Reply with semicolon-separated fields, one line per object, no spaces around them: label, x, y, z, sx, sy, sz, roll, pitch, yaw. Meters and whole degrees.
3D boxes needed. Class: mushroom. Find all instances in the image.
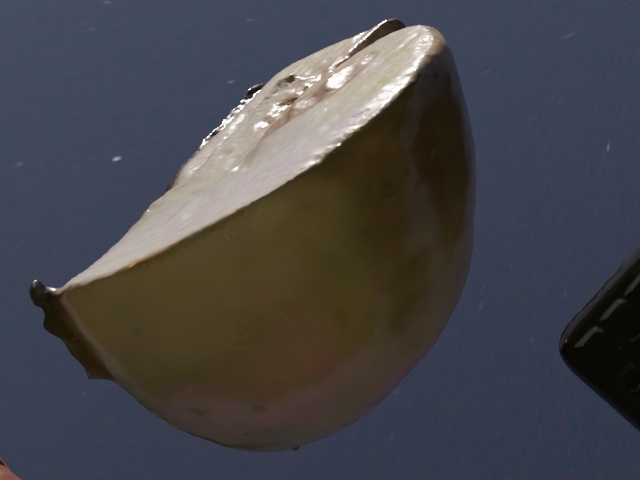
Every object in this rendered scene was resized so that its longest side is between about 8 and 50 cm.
mushroom;0.023;0.003;0.802;0.173;0.236;0.162;-16;-65;40

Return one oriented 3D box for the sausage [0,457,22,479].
sausage;-0.144;0.233;1.087;0.304;0.078;0.078;38;-77;6

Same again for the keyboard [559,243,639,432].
keyboard;0.230;-0.079;0.508;0.381;0.041;0.103;-46;-121;-3
